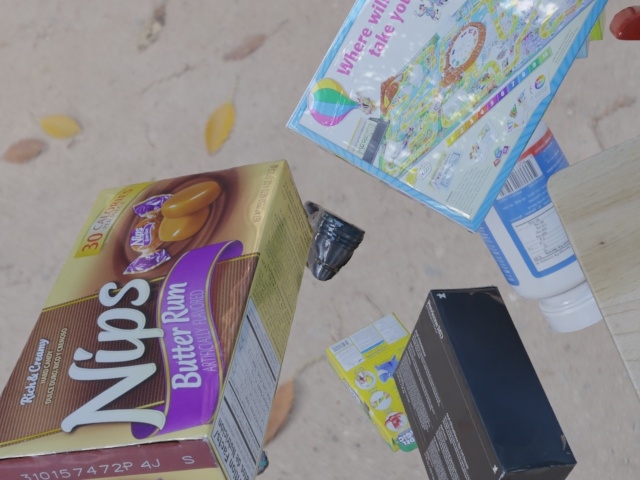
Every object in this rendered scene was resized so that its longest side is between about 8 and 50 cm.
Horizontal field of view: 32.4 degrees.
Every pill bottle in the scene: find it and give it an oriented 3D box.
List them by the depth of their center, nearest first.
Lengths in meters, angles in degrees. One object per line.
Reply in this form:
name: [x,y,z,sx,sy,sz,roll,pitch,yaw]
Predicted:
pill bottle: [0.243,-0.013,1.215,0.124,0.124,0.222,-30,103,4]

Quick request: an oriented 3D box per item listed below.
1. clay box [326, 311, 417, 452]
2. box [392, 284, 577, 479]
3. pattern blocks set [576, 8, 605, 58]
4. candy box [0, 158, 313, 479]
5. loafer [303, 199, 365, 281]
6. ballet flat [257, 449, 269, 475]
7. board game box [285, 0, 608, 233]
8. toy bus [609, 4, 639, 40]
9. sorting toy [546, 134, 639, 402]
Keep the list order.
clay box: [0.119,0.225,1.689,0.127,0.053,0.222,-27,54,-14]
box: [0.191,0.213,1.348,0.103,0.184,0.261,-4,50,-17]
pattern blocks set: [0.263,-0.339,1.119,0.026,0.286,0.325,-2,30,20]
candy box: [-0.073,0.042,0.511,0.109,0.053,0.187,-8,36,17]
loafer: [0.000,0.000,1.098,0.062,0.170,0.061,28,92,-5]
ballet flat: [-0.081,0.240,1.232,0.041,0.114,0.041,-1,93,-17]
board game box: [0.065,-0.095,0.520,0.103,0.026,0.154,30,92,-2]
toy bus: [0.300,-0.094,0.732,0.202,0.104,0.191,-12,26,-24]
sorting toy: [0.165,0.014,0.333,0.274,0.046,0.132,-24,72,11]
